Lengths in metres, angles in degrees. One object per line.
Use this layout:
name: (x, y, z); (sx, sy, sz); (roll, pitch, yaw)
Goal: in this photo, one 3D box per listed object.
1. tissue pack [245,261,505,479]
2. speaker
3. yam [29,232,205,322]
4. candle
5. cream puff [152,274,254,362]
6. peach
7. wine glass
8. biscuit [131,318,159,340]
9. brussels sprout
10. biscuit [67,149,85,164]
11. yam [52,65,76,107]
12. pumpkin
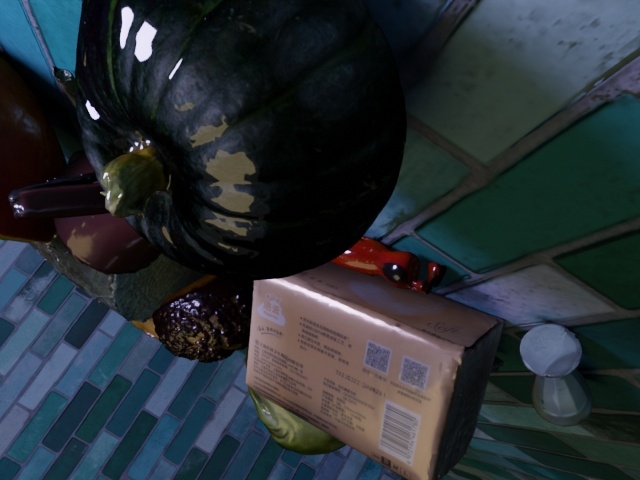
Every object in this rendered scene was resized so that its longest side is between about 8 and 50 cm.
tissue pack: (0.082, 0.145, 0.794); (0.306, 0.238, 0.238); (20, 158, 31)
speaker: (-0.247, -0.071, 0.737); (0.259, 0.198, 0.330); (22, 161, -32)
yam: (-0.445, 0.008, 1.212); (0.348, 0.240, 0.241); (27, 161, 19)
candle: (0.000, 0.000, 0.733); (0.330, 0.048, 0.051); (19, 166, 34)
cream puff: (-0.212, 0.152, 1.152); (0.164, 0.239, 0.239); (61, 157, -3)
peach: (-0.522, -0.148, 0.846); (0.243, 0.305, 0.380); (-3, 171, -1)
wine glass: (0.279, 0.159, 0.675); (0.073, 0.073, 0.155); (17, 153, 38)
biscuit: (-0.316, 0.153, 1.377); (0.297, 0.101, 0.296); (16, -162, -5)
brussels sprout: (-0.041, 0.360, 1.371); (0.344, 0.268, 0.344); (36, 164, 12)
biscuit: (-0.345, -0.064, 0.974); (0.225, 0.042, 0.226); (53, -177, -4)
yam: (-0.334, -0.194, 0.794); (0.129, 0.027, 0.033); (90, 159, -71)
pumpkin: (-0.065, -0.080, 0.391); (0.250, 0.216, 0.249); (21, 132, 25)
